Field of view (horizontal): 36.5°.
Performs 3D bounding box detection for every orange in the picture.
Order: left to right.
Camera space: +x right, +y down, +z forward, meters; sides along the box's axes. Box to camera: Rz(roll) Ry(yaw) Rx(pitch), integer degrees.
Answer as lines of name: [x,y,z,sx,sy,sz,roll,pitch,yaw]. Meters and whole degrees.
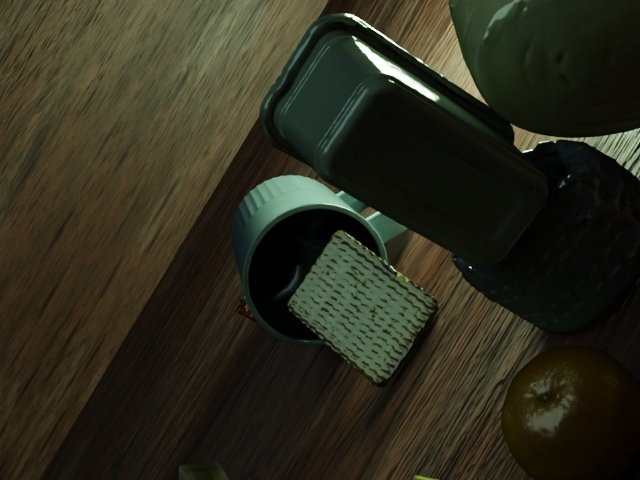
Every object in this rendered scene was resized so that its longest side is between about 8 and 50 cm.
orange: [0.269,0.189,1.029,0.155,0.134,0.154,-23,46,26]

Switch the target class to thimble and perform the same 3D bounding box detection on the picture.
thimble: [0.289,-0.008,1.197,0.236,0.172,0.205,-30,37,51]

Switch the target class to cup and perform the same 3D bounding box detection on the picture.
cup: [-0.019,-0.007,1.829,0.331,0.257,0.311,-58,18,7]

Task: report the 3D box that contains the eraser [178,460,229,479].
eraser: [-0.178,0.503,1.648,0.343,0.078,0.144,-153,63,-71]

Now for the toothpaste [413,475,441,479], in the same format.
toothpaste: [0.194,0.324,1.087,0.313,0.071,0.089,-16,44,64]

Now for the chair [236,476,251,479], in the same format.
chair: [-0.119,0.457,1.726,0.086,0.042,0.037,35,96,35]

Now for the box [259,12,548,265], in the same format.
box: [0.104,-0.101,1.097,0.175,0.312,0.182,-56,27,13]

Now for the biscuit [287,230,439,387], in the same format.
biscuit: [0.069,0.109,1.599,0.254,0.029,0.172,39,97,38]

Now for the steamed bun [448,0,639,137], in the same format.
steamed bun: [0.395,-0.320,1.203,0.456,0.290,0.371,-33,28,17]

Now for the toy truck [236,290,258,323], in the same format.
toy truck: [-0.071,0.069,2.068,0.252,0.107,0.114,-62,20,-4]
